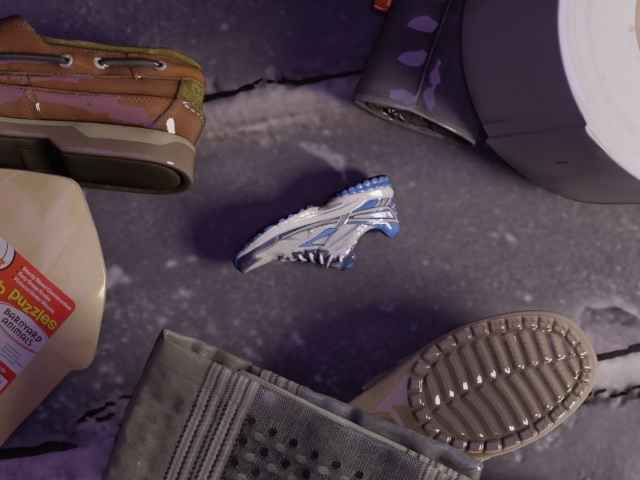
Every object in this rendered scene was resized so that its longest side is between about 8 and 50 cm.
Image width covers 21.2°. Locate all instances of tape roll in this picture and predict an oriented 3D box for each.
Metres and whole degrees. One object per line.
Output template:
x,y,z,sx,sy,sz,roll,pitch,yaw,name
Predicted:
0.244,-0.146,1.231,0.246,0.169,0.246,0,91,-19,tape roll

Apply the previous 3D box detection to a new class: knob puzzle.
-0.244,0.028,1.288,0.213,0.030,0.213,1,97,4,knob puzzle

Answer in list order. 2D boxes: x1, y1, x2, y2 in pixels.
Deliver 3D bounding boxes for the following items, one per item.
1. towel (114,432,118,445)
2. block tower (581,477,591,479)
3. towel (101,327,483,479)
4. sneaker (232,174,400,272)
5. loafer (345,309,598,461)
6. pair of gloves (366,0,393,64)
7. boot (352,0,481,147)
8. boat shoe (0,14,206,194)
-0.094,0.172,1.293,0.119,0.029,0.067,-6,87,-3,towel
0.245,0.304,1.165,0.097,0.091,0.335,-38,44,-4,block tower
-0.026,0.258,1.215,0.312,0.056,0.324,25,106,14,towel
0.000,0.000,1.300,0.135,0.052,0.058,-24,91,-3,sneaker
0.076,0.130,1.271,0.269,0.092,0.102,-25,88,-1,loafer
0.074,-0.160,1.334,0.074,0.010,0.083,6,87,-5,pair of gloves
0.070,-0.197,1.301,0.190,0.076,0.208,25,90,-3,boot
-0.239,-0.110,1.278,0.307,0.111,0.104,10,71,-9,boat shoe
